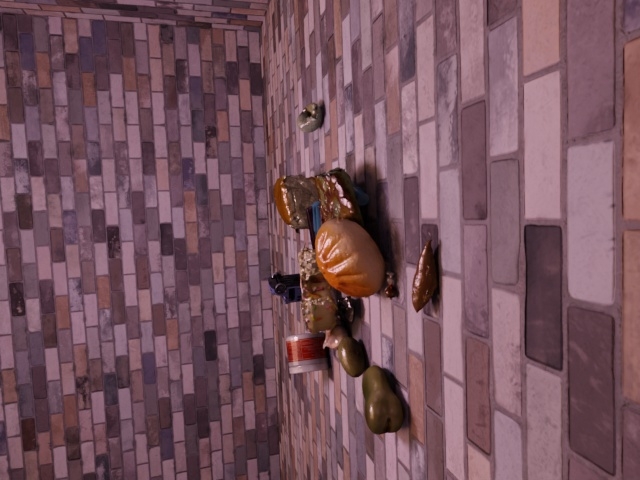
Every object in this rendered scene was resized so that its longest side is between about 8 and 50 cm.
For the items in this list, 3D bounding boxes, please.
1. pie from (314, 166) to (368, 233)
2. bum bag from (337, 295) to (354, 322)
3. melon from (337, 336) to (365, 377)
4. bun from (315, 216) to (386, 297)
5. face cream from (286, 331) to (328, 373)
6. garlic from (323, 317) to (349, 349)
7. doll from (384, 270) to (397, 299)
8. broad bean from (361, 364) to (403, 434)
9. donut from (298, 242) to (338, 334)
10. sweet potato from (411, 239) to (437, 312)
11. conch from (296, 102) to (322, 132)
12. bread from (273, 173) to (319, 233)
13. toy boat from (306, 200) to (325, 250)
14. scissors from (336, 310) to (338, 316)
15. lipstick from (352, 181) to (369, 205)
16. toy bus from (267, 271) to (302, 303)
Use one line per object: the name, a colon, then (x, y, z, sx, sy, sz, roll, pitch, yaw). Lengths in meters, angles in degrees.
pie: (0.077, -0.119, 1.603, 0.288, 0.103, 0.355, 68, 166, -11)
bum bag: (0.106, 0.281, 1.785, 0.248, 0.069, 0.102, 109, 142, -81)
melon: (0.122, 0.455, 1.704, 0.099, 0.099, 0.162, 106, 154, -50)
bun: (0.075, 0.070, 1.477, 0.299, 0.165, 0.298, 44, 155, 28)
face cream: (-0.068, 0.571, 2.219, 0.201, 0.201, 0.187, 131, 134, -68)
garlic: (0.068, 0.410, 1.909, 0.174, 0.099, 0.124, -114, 40, -53)
doll: (0.225, 0.143, 1.392, 0.058, 0.040, 0.085, -101, 14, -62)
broad bean: (0.201, 0.533, 1.455, 0.263, 0.121, 0.188, -92, 0, -69)
donut: (-0.012, 0.227, 1.871, 0.307, 0.150, 0.370, 86, 178, -52)
sweet potato: (0.279, 0.097, 1.159, 0.068, 0.060, 0.205, 10, 105, 35)
conch: (-0.043, -0.582, 2.081, 0.153, 0.102, 0.135, 2, 83, 42)
bread: (-0.098, -0.176, 2.127, 0.250, 0.225, 0.278, 163, 100, -72)
toy boat: (0.000, 0.000, 1.988, 0.136, 0.080, 0.391, -122, 19, -59)
scissors: (0.020, 0.282, 2.023, 0.187, 0.134, 0.020, 60, 177, 24)
lipstick: (0.133, -0.178, 1.628, 0.158, 0.048, 0.048, -122, 33, -61)
toy bus: (-0.106, 0.226, 2.116, 0.125, 0.293, 0.133, -123, 31, -61)
